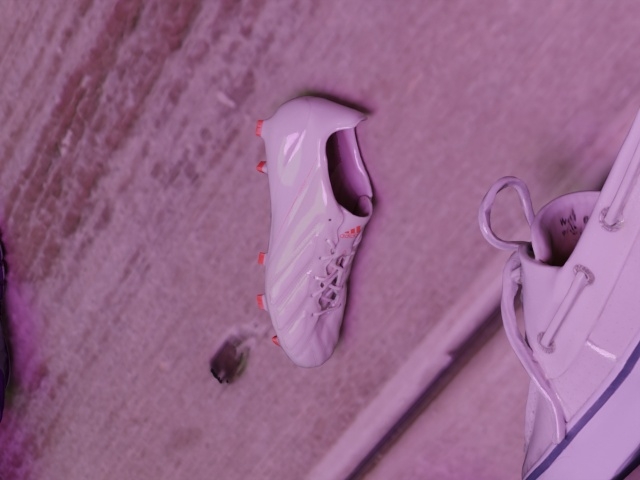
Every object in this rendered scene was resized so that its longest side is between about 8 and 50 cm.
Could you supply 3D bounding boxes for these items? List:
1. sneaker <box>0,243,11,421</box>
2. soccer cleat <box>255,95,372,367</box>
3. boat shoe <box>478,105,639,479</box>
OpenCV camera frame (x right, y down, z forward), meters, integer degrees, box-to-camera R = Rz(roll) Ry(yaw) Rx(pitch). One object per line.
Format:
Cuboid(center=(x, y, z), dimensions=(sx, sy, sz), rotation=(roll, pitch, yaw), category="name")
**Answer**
Cuboid(center=(-0.290, 0.057, 1.225), dimensions=(0.098, 0.083, 0.223), rotation=(-122, 20, -60), category="sneaker")
Cuboid(center=(0.000, 0.000, 1.019), dimensions=(0.076, 0.068, 0.196), rotation=(9, 113, 30), category="soccer cleat")
Cuboid(center=(0.161, 0.019, 0.847), dimensions=(0.156, 0.136, 0.367), rotation=(44, 145, 21), category="boat shoe")
